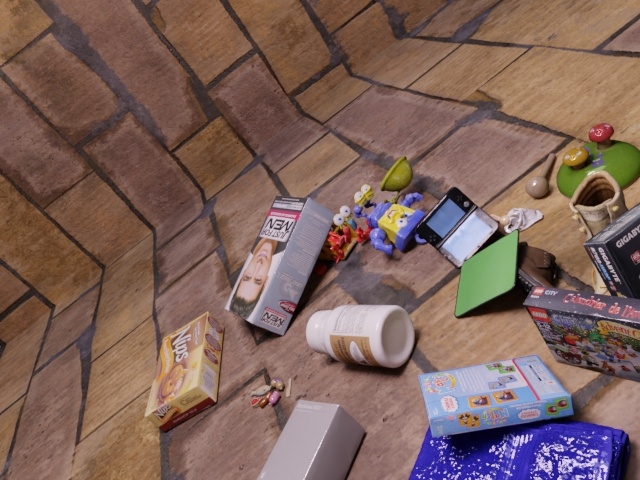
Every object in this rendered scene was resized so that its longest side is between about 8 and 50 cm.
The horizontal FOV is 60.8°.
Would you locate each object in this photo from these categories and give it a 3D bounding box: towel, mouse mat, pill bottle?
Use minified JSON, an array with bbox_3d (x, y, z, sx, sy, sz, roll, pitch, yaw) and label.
[{"bbox_3d":[0.278,0.355,0.823,0.308,0.076,0.227,-6,41,45],"label":"towel"},{"bbox_3d":[0.346,0.071,1.141,0.190,0.007,0.152,-44,23,53],"label":"mouse mat"},{"bbox_3d":[0.081,0.209,1.215,0.229,0.131,0.131,-6,41,45],"label":"pill bottle"}]

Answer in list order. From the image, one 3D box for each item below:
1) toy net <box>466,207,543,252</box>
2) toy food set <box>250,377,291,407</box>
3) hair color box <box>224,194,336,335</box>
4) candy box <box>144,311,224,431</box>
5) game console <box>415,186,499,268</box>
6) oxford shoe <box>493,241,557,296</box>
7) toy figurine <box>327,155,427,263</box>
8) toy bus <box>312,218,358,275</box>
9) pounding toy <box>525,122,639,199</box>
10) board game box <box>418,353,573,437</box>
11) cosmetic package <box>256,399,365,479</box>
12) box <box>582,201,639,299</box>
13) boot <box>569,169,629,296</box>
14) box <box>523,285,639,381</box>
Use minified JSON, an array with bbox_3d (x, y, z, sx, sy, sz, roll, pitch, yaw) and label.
[{"bbox_3d":[0.402,-0.033,1.295,0.232,0.045,0.122,-16,35,36],"label":"toy net"},{"bbox_3d":[-0.127,0.373,1.329,0.122,0.019,0.077,-27,29,19],"label":"toy food set"},{"bbox_3d":[-0.117,0.062,1.562,0.185,0.114,0.374,11,75,56],"label":"hair color box"},{"bbox_3d":[-0.382,0.366,1.566,0.183,0.087,0.316,-31,28,13],"label":"candy box"},{"bbox_3d":[0.319,-0.031,1.282,0.144,0.124,0.085,-49,22,9],"label":"game console"},{"bbox_3d":[0.431,0.060,1.083,0.096,0.082,0.227,-31,28,8],"label":"oxford shoe"},{"bbox_3d":[0.215,-0.050,1.502,0.217,0.191,0.362,28,57,28],"label":"toy figurine"},{"bbox_3d":[0.011,-0.004,1.647,0.202,0.104,0.191,-32,28,9],"label":"toy bus"},{"bbox_3d":[0.590,-0.189,1.240,0.237,0.110,0.183,-1,45,49],"label":"pounding toy"},{"bbox_3d":[0.275,0.250,0.895,0.212,0.039,0.160,-11,10,6],"label":"board game box"},{"bbox_3d":[-0.027,0.432,1.037,0.127,0.107,0.237,-12,40,44],"label":"cosmetic package"},{"bbox_3d":[0.544,0.023,0.859,0.220,0.175,0.051,-31,5,-15],"label":"box"},{"bbox_3d":[0.493,0.026,0.928,0.095,0.203,0.261,-11,38,41],"label":"boot"},{"bbox_3d":[0.452,0.150,0.837,0.233,0.159,0.044,5,50,53],"label":"box"}]
